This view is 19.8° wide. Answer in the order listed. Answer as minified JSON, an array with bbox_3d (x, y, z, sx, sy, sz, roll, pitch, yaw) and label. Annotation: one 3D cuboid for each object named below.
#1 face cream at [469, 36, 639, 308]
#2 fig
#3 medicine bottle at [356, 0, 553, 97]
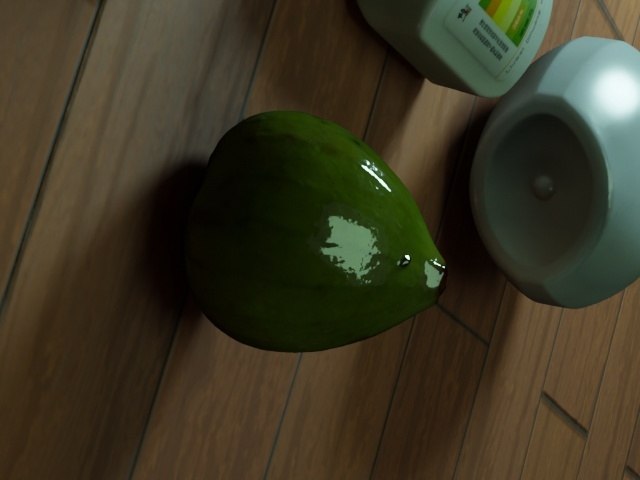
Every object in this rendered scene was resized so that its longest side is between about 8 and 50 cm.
[{"bbox_3d":[0.314,-0.081,2.144,0.357,0.219,0.312,-18,115,-62],"label":"face cream"},{"bbox_3d":[0.000,0.000,1.535,0.203,0.225,0.203,14,90,-88],"label":"fig"},{"bbox_3d":[0.124,-0.266,1.800,0.324,0.124,0.179,32,79,-61],"label":"medicine bottle"}]
